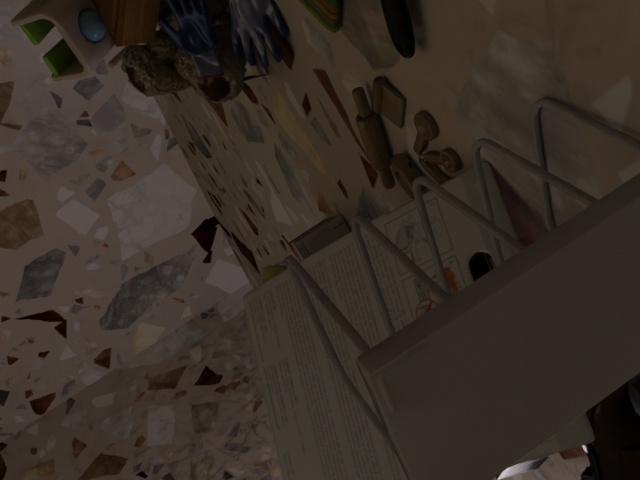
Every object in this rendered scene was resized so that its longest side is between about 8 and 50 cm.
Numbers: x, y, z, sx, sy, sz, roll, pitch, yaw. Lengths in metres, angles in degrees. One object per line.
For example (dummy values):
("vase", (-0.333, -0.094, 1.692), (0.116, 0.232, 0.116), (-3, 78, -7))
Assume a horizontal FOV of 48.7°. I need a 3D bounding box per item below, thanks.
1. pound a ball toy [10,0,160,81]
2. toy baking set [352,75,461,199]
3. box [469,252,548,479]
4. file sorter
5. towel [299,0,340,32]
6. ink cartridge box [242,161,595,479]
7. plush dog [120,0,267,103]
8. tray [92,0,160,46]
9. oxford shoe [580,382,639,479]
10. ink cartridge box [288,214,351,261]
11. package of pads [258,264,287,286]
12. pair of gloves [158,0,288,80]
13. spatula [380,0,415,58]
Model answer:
("pound a ball toy", (-0.375, -0.409, 1.297), (0.135, 0.319, 0.208), (-2, 136, 30))
("toy baking set", (0.117, -0.086, 0.910), (0.197, 0.030, 0.256), (44, 162, 46))
("box", (0.223, 0.155, 0.865), (0.270, 0.060, 0.216), (79, 176, -60))
("file sorter", (0.136, 0.042, 0.576), (0.173, 0.277, 0.193), (46, 163, 50))
("towel", (-0.006, -0.339, 0.789), (0.102, 0.021, 0.237), (48, 165, 14))
("ink cartridge box", (0.093, 0.134, 0.820), (0.091, 0.384, 0.308), (15, -127, -50))
("plush dog", (-0.212, -0.379, 1.223), (0.262, 0.210, 0.226), (13, 127, 33))
("tray", (-0.290, -0.499, 1.016), (0.203, 0.076, 0.411), (61, 151, 17))
("oxford shoe", (0.332, 0.214, 0.760), (0.096, 0.083, 0.227), (8, 131, 39))
("ink cartridge box", (0.000, 0.000, 1.425), (0.056, 0.099, 0.135), (58, 169, -5))
("package of pads", (0.016, 0.094, 1.279), (0.296, 0.229, 0.101), (172, 97, -77))
("pair of gloves", (-0.150, -0.329, 1.075), (0.023, 0.198, 0.159), (-60, -42, -57))
("spatula", (0.055, -0.287, 0.630), (0.084, 0.030, 0.297), (44, 160, 40))
